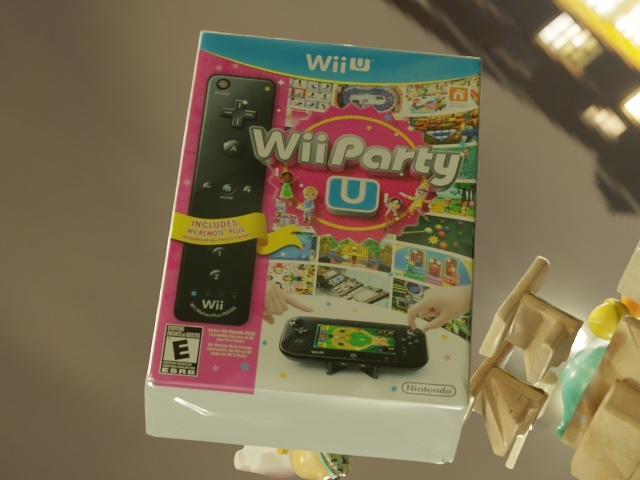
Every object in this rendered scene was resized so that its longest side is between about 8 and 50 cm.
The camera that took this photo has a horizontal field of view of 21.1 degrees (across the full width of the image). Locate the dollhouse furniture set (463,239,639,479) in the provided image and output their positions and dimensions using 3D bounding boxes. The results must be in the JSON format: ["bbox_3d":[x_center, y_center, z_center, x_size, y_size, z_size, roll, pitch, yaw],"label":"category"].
[{"bbox_3d":[0.401,0.111,1.941,0.362,0.394,0.256,30,-135,13],"label":"dollhouse furniture set"}]

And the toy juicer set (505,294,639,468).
[{"bbox_3d":[0.396,0.185,2.437,0.089,0.329,0.209,38,157,23],"label":"toy juicer set"}]

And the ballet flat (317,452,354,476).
[{"bbox_3d":[0.014,0.182,1.860,0.070,0.070,0.188,37,-166,-29],"label":"ballet flat"}]

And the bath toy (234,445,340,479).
[{"bbox_3d":[-0.036,0.340,2.156,0.129,0.151,0.348,14,-99,-30],"label":"bath toy"}]

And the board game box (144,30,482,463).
[{"bbox_3d":[0.000,0.000,1.266,0.224,0.097,0.303,5,-123,0],"label":"board game box"}]
